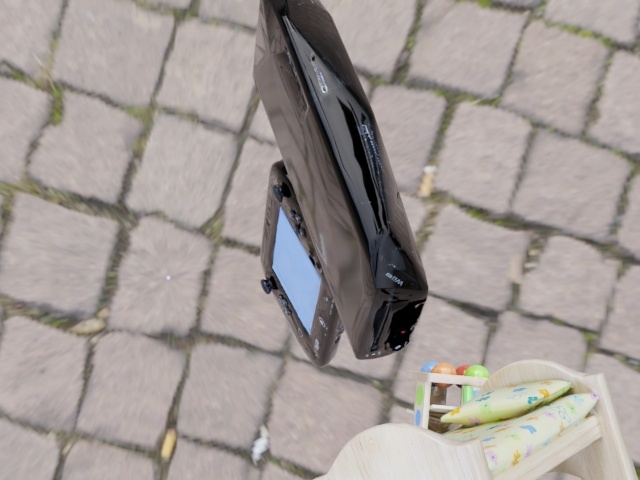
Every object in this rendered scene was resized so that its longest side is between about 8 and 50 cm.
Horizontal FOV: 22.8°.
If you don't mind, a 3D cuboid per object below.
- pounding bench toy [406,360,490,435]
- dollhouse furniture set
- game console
[{"bbox_3d":[0.088,0.110,1.006,0.052,0.083,0.065,6,86,-12],"label":"pounding bench toy"},{"bbox_3d":[0.035,0.106,0.572,0.161,0.182,0.101,-18,88,31],"label":"dollhouse furniture set"},{"bbox_3d":[0.000,0.000,1.068,0.044,0.361,0.213,-16,68,-11],"label":"game console"}]
